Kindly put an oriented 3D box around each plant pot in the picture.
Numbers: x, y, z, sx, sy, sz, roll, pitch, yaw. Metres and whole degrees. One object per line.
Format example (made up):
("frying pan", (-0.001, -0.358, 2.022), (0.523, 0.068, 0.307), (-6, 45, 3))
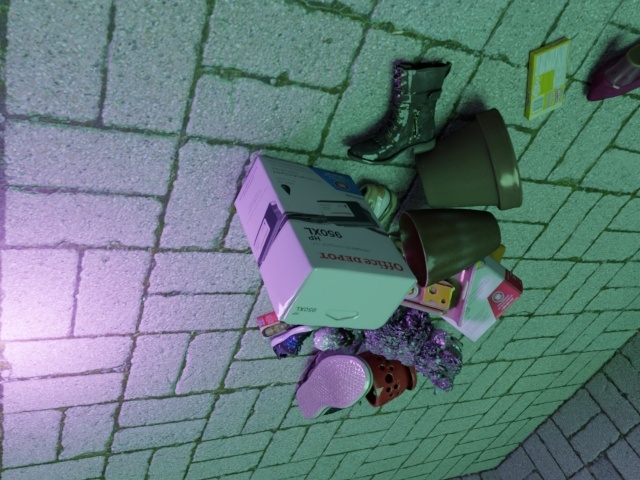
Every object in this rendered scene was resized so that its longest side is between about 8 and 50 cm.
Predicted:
("plant pot", (0.358, -0.002, 1.453), (0.231, 0.215, 0.215), (-14, 137, -5))
("plant pot", (0.377, -0.184, 1.402), (0.230, 0.263, 0.263), (-16, 140, 14))
("plant pot", (0.231, 0.467, 1.893), (0.174, 0.191, 0.191), (-18, 138, -17))

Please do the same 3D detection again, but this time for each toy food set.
("toy food set", (0.291, 0.122, 1.599), (0.092, 0.306, 0.219), (-38, 139, -63))

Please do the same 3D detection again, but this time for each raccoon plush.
("raccoon plush", (0.232, 0.368, 1.698), (0.447, 0.299, 0.216), (-22, 139, -4))

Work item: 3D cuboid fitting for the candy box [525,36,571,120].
("candy box", (0.595, -0.420, 1.412), (0.105, 0.027, 0.205), (-25, 139, -6))

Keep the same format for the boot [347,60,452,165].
("boot", (0.183, -0.312, 1.280), (0.263, 0.091, 0.228), (-17, 132, -17))

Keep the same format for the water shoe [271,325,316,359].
("water shoe", (-0.075, 0.328, 1.737), (0.073, 0.080, 0.203), (-8, 161, -47))

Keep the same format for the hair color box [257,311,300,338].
("hair color box", (-0.125, 0.258, 1.709), (0.141, 0.043, 0.072), (-19, 139, -8))

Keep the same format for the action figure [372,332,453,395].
("action figure", (0.358, 0.454, 2.088), (0.370, 0.248, 0.276), (-40, 110, 15))

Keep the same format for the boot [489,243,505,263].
("boot", (0.496, 0.113, 1.839), (0.211, 0.104, 0.295), (17, 118, -38))

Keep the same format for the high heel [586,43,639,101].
("high heel", (0.912, -0.493, 1.477), (0.378, 0.127, 0.181), (-17, 166, -17))

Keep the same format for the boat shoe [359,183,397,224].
("boat shoe", (0.083, -0.030, 1.488), (0.103, 0.113, 0.302), (19, 111, -38))

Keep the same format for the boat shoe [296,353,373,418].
("boat shoe", (0.068, 0.516, 1.918), (0.156, 0.186, 0.500), (-11, 156, -30))

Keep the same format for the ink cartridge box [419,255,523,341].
("ink cartridge box", (0.433, 0.126, 1.669), (0.226, 0.306, 0.131), (-53, 173, 26))

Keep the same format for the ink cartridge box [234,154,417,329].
("ink cartridge box", (0.000, 0.000, 1.251), (0.286, 0.394, 0.166), (8, 128, -34))
